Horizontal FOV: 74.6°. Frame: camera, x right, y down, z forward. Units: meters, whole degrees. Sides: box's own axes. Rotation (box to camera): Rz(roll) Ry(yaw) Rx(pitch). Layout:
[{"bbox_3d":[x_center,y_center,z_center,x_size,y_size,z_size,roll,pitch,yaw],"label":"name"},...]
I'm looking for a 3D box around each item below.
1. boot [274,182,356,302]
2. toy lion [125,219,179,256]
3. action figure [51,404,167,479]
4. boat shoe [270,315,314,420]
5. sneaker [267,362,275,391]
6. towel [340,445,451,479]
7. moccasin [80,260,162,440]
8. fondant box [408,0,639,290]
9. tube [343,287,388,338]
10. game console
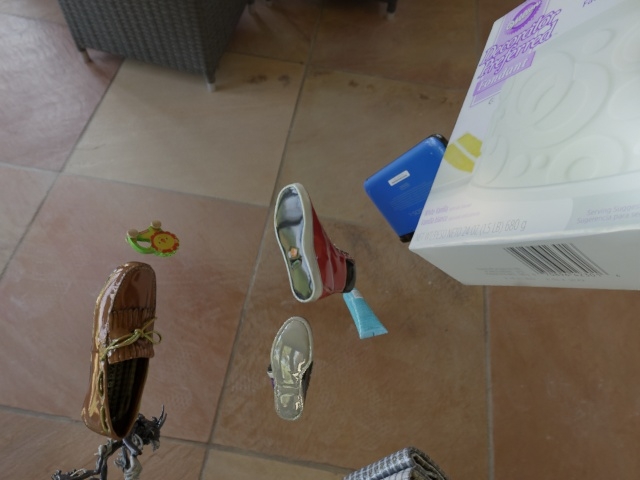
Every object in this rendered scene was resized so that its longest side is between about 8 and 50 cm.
[{"bbox_3d":[0.000,0.000,0.899,0.176,0.088,0.245,-5,81,-50],"label":"boot"},{"bbox_3d":[-0.386,0.003,0.983,0.096,0.034,0.100,47,42,11],"label":"toy lion"},{"bbox_3d":[-0.489,0.540,1.040,0.275,0.164,0.141,-29,62,-33],"label":"action figure"},{"bbox_3d":[-0.049,0.225,0.771,0.075,0.065,0.206,7,106,7],"label":"boat shoe"},{"bbox_3d":[-0.087,0.393,1.232,0.107,0.283,0.124,-13,90,9],"label":"sneaker"},{"bbox_3d":[0.203,0.608,0.942,0.284,0.235,0.121,45,25,-11],"label":"towel"},{"bbox_3d":[-0.425,0.236,0.917,0.146,0.139,0.380,8,82,36],"label":"moccasin"},{"bbox_3d":[0.241,-0.121,0.400,0.096,0.238,0.330,31,73,-21],"label":"fondant box"},{"bbox_3d":[0.123,0.216,1.246,0.080,0.052,0.207,-15,29,-8],"label":"tube"},{"bbox_3d":[0.272,-0.101,0.880,0.173,0.293,0.250,-39,95,-23],"label":"game console"}]
